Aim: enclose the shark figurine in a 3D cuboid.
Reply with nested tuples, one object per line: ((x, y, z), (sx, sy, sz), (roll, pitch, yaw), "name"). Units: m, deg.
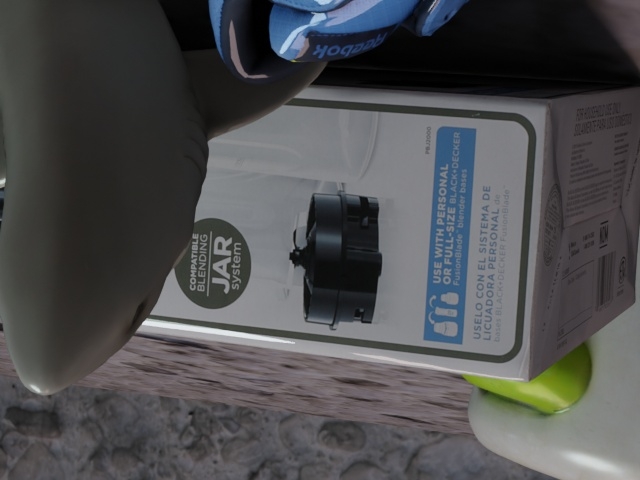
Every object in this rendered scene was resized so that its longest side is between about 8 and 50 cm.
((-0.112, -0.088, 0.525), (0.278, 0.166, 0.116), (33, 152, 35), "shark figurine")

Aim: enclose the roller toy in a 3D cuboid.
((0.176, 0.050, 0.804), (0.191, 0.146, 0.209), (16, 179, 19), "roller toy")

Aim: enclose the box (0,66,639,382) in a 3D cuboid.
((-0.039, -0.021, 0.635), (0.290, 0.087, 0.169), (6, -171, 22), "box")

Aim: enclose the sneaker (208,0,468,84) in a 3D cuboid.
((0.030, -0.081, 0.381), (0.069, 0.082, 0.209), (16, 167, -24), "sneaker")
